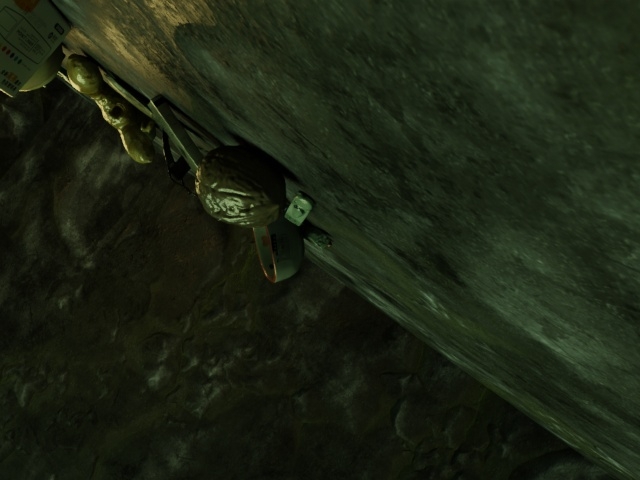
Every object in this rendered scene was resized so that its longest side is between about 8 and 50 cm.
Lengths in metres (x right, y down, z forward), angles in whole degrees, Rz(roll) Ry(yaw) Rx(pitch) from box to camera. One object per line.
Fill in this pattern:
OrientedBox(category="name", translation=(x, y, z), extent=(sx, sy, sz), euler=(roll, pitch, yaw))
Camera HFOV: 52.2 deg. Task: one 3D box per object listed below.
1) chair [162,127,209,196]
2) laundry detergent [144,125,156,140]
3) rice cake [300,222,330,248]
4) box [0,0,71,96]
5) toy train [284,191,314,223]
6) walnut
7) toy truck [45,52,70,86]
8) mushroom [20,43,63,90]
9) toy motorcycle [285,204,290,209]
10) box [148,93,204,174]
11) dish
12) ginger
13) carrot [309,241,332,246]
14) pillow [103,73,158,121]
OrientedBox(category="chair", translation=(-0.368, -0.229, 1.792), extent=(0.213, 0.149, 0.174), euler=(40, 178, 13))
OrientedBox(category="laundry detergent", translation=(-0.680, -0.426, 2.387), extent=(0.181, 0.091, 0.253), euler=(44, 173, -20))
OrientedBox(category="rice cake", translation=(-0.029, -0.017, 1.953), extent=(0.042, 0.045, 0.245), euler=(38, 175, -18))
OrientedBox(category="box", translation=(-0.654, -0.434, 1.342), extent=(0.091, 0.221, 0.274), euler=(37, 177, 2))
OrientedBox(category="toy train", translation=(-0.050, -0.073, 1.533), extent=(0.052, 0.051, 0.234), euler=(32, 176, -3))
OrientedBox(category="walnut", translation=(-0.161, -0.109, 1.354), extent=(0.230, 0.178, 0.178), euler=(25, 169, 39))
OrientedBox(category="toy truck", translation=(-0.890, -0.588, 1.944), extent=(0.178, 0.177, 0.363), euler=(25, 172, 22))
OrientedBox(category="mushroom", translation=(-0.819, -0.497, 1.573), extent=(0.353, 0.353, 0.325), euler=(38, 148, -22))
OrientedBox(category="toy motorcycle", translation=(-0.188, -0.112, 1.751), extent=(0.254, 0.092, 0.135), euler=(12, -178, -18))
OrientedBox(category="box", translation=(-0.343, -0.246, 1.624), extent=(0.247, 0.033, 0.129), euler=(57, 168, -16))
OrientedBox(category="dish", translation=(-0.122, -0.002, 1.980), extent=(0.256, 0.117, 0.256), euler=(166, 90, -74))
OrientedBox(category="ginger", translation=(-0.635, -0.412, 2.000), extent=(0.363, 0.122, 0.348), euler=(47, 180, -23))
OrientedBox(category="carrot", translation=(-0.001, 0.000, 2.007), extent=(0.035, 0.036, 0.165), euler=(38, 173, -21))
OrientedBox(category="pillow", translation=(-0.519, -0.395, 1.857), extent=(0.217, 0.033, 0.130), euler=(38, 180, 5))
